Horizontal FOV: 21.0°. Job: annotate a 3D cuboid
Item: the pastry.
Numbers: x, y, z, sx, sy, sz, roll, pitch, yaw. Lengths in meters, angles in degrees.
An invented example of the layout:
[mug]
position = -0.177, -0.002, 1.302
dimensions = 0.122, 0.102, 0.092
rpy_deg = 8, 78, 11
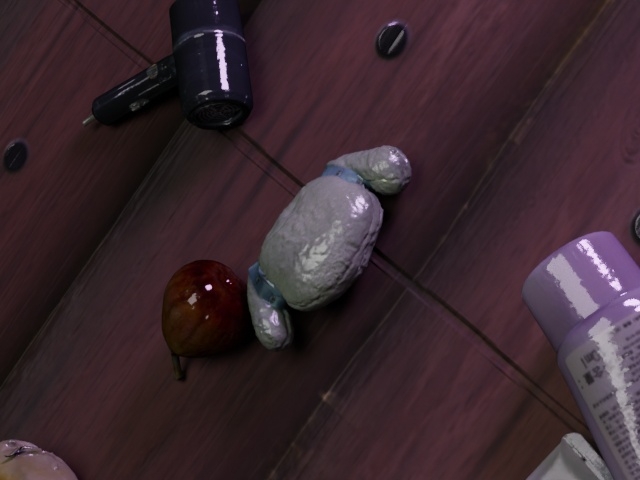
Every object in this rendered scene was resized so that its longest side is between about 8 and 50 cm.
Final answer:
[pastry]
position = -0.300, 0.274, 1.656
dimensions = 0.166, 0.088, 0.166
rpy_deg = -12, 67, 32

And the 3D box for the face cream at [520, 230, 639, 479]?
[face cream]
position = 0.263, 0.123, 1.321
dimensions = 0.154, 0.096, 0.274
rpy_deg = -33, 66, 4

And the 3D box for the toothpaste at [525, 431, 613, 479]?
[toothpaste]
position = 0.119, 0.294, 1.380
dimensions = 0.323, 0.066, 0.100
rpy_deg = -45, 64, 10

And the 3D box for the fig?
[fig]
position = -0.119, 0.080, 1.604
dimensions = 0.125, 0.089, 0.089
rpy_deg = -50, 53, 27

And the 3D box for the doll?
[doll]
position = 0.000, 0.000, 1.547
dimensions = 0.103, 0.071, 0.214
rpy_deg = 35, 92, 36

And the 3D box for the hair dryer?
[hair dryer]
position = -0.161, -0.151, 1.718
dimensions = 0.219, 0.071, 0.124
rpy_deg = -22, 63, 35
